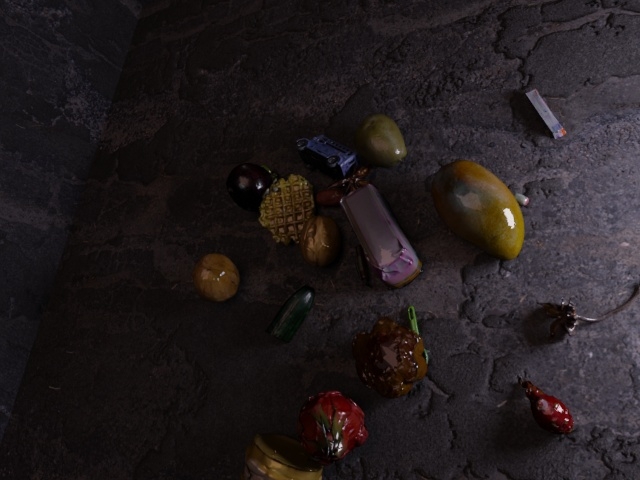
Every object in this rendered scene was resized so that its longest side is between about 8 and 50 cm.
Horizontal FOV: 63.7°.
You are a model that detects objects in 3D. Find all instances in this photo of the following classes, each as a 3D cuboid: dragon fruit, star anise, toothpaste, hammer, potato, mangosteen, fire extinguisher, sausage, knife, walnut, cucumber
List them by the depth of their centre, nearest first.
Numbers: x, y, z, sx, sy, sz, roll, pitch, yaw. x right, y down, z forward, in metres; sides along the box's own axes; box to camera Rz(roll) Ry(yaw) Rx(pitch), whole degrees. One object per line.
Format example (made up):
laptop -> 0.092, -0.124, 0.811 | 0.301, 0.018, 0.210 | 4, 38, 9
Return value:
dragon fruit -> 0.606, 0.451, 1.417 | 0.094, 0.094, 0.190 | -47, 48, 7
star anise -> 0.769, 0.194, 1.464 | 0.228, 0.218, 0.148 | 3, 29, -7
dragon fruit -> 0.043, 0.591, 1.607 | 0.233, 0.234, 0.293 | -60, 15, -3
hammer -> 0.635, -0.111, 1.672 | 0.053, 0.031, 0.083 | 34, 96, 41
knife -> 0.321, 0.314, 1.700 | 0.054, 0.015, 0.211 | -20, 61, 24
toothpaste -> 0.750, -0.427, 1.720 | 0.040, 0.047, 0.196 | -32, 56, 22
fire extinguisher -> 0.149, 0.098, 1.892 | 0.049, 0.035, 0.173 | -21, 57, 20
walnut -> 0.000, 0.000, 1.957 | 0.159, 0.159, 0.206 | -9, 66, 30
potato -> 0.233, -0.373, 1.964 | 0.251, 0.159, 0.174 | 53, 126, 27
cucumber -> -0.114, 0.272, 1.971 | 0.115, 0.063, 0.243 | 31, 87, 37
star anise -> 0.142, -0.210, 1.977 | 0.212, 0.157, 0.053 | -43, 8, -18
sausage -> 0.047, -0.170, 2.046 | 0.141, 0.076, 0.076 | 0, 70, 31
walnut -> -0.432, 0.154, 2.125 | 0.196, 0.221, 0.195 | -2, 62, 4
mangosteen -> -0.291, -0.240, 2.206 | 0.216, 0.216, 0.215 | -13, 64, 28

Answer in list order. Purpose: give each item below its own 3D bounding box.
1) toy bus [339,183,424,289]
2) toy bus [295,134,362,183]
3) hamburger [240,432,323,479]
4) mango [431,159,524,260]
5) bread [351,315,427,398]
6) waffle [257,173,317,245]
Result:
toy bus -> 0.205, -0.016, 1.825 | 0.171, 0.162, 0.386 | -35, 56, 15
toy bus -> 0.029, -0.338, 2.090 | 0.133, 0.125, 0.292 | -41, 49, -17
hamburger -> -0.137, 0.773, 1.648 | 0.277, 0.276, 0.236 | 19, 85, 37
mango -> 0.505, -0.102, 1.654 | 0.222, 0.199, 0.383 | -35, 68, 11
bread -> 0.230, 0.374, 1.647 | 0.232, 0.135, 0.246 | -41, 51, 22
waffle -> -0.122, -0.122, 2.098 | 0.262, 0.060, 0.280 | 39, 93, 11
